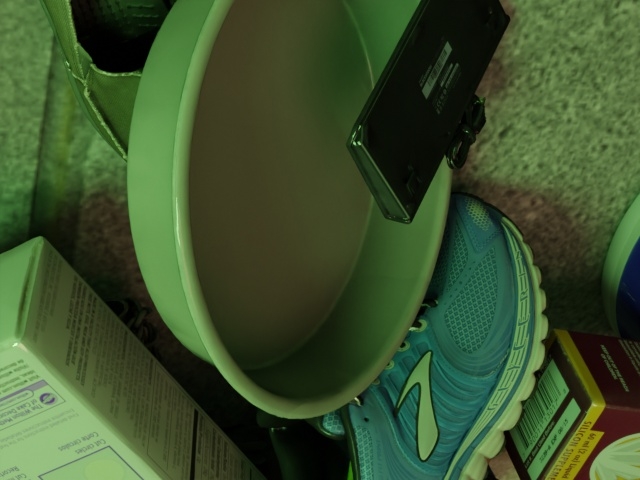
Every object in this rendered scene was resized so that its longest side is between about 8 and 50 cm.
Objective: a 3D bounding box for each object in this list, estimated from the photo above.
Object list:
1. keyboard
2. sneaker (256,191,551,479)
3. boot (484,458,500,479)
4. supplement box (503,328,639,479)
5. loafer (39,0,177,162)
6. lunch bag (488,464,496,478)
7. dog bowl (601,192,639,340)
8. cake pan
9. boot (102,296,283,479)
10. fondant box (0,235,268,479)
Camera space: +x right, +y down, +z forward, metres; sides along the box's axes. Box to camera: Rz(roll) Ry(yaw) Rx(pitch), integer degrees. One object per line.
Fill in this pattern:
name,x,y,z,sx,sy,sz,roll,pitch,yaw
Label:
keyboard,0.072,-0.094,0.846,0.108,0.023,0.180,54,52,-39
sneaker,0.048,0.105,0.906,0.147,0.330,0.130,30,153,-24
boot,0.073,0.149,1.024,0.152,0.073,0.197,-8,99,-32
supplement box,0.242,0.138,1.001,0.188,0.080,0.104,9,125,-23
loafer,-0.107,-0.105,0.787,0.094,0.087,0.251,-30,132,0
lunch bag,0.093,0.215,1.140,0.065,0.067,0.098,19,118,-33
dog bowl,0.367,0.026,1.087,0.265,0.104,0.264,-12,129,-15
cake pan,-0.011,-0.044,0.796,0.293,0.054,0.293,-15,108,-55
boot,-0.113,0.130,0.968,0.263,0.091,0.229,-16,131,-8
fondant box,-0.186,0.176,0.884,0.238,0.096,0.330,-24,127,17
